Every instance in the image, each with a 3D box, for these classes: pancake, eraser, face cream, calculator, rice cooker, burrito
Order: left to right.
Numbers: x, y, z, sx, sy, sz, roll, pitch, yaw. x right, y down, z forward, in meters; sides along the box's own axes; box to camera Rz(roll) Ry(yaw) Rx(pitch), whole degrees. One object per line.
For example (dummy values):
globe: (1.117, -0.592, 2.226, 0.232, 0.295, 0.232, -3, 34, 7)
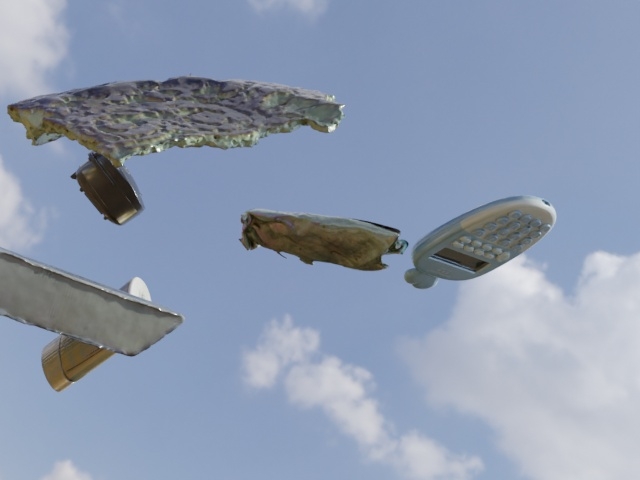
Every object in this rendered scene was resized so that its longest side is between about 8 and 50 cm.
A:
eraser: (-0.349, 0.068, 1.237, 0.352, 0.077, 0.111, 23, -3, -30)
face cream: (-0.458, 0.198, 1.972, 0.285, 0.139, 0.067, -35, -48, 23)
rice cooker: (-0.438, -0.111, 2.036, 0.165, 0.106, 0.112, 48, 0, -11)
pancake: (-0.179, -0.160, 1.307, 0.305, 0.426, 0.067, 36, -50, 51)
burrito: (0.000, -0.004, 1.685, 0.309, 0.066, 0.096, 8, -52, 22)
calculator: (0.266, 0.007, 1.681, 0.188, 0.042, 0.302, 17, -37, -43)
